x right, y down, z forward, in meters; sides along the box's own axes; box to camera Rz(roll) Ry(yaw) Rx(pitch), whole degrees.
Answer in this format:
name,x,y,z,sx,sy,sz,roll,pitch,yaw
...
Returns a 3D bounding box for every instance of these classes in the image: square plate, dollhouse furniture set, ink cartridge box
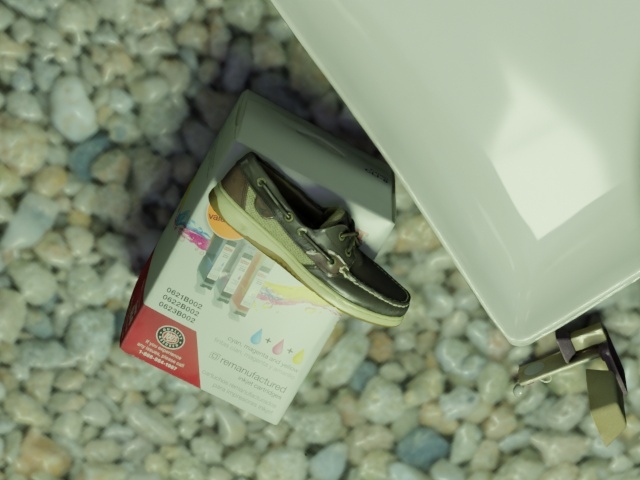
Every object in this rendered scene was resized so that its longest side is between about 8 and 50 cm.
name,x,y,z,sx,sy,sz,roll,pitch,yaw
square plate,0.187,-0.148,1.269,0.344,0.049,0.347,-32,106,12
dollhouse furniture set,0.170,0.099,1.336,0.081,0.114,0.091,-21,112,14
ink cartridge box,-0.042,0.009,1.297,0.128,0.127,0.176,27,108,-8

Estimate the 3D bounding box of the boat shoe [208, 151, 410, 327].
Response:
name,x,y,z,sx,sy,sz,roll,pitch,yaw
boat shoe,0.000,0.000,1.195,0.152,0.056,0.049,33,112,-11
